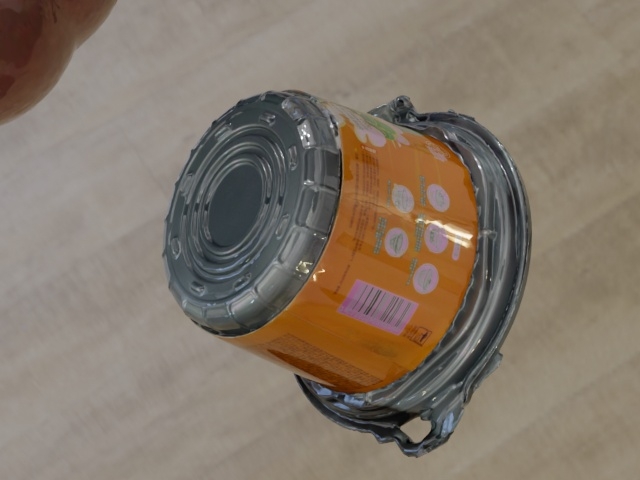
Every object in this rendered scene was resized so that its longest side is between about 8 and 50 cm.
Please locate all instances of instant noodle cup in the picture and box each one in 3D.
[{"bbox_3d":[0.000,0.000,0.739,0.177,0.125,0.208,-48,43,25],"label":"instant noodle cup"}]

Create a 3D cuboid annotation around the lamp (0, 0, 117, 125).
[{"bbox_3d":[-0.255,-0.197,0.807,0.305,0.240,0.305,-1,66,3],"label":"lamp"}]
